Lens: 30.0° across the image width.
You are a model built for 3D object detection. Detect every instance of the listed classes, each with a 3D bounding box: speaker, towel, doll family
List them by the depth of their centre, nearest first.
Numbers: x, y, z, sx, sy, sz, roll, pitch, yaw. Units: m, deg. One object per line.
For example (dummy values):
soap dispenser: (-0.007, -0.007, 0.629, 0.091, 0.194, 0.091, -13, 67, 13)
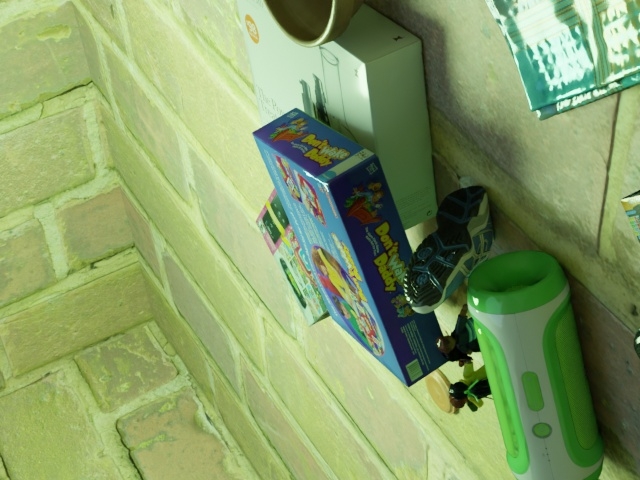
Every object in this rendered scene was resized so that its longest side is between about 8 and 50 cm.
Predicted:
towel: (0.243, -0.268, 1.101, 0.271, 0.040, 0.370, 65, 161, -3)
speaker: (0.265, 0.166, 1.458, 0.131, 0.131, 0.296, 31, 142, 59)
doll family: (0.208, 0.161, 1.628, 0.076, 0.111, 0.193, 29, 140, 60)

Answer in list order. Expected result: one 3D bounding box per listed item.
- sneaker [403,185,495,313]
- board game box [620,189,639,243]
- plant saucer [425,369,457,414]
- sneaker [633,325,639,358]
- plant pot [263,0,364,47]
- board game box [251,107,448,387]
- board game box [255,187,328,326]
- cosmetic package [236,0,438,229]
sneaker: (0.170, 0.022, 1.467, 0.080, 0.211, 0.081, -5, 125, 38)
board game box: (0.365, 0.006, 1.102, 0.141, 0.048, 0.170, 66, 162, -1)
plant saucer: (0.193, 0.244, 1.930, 0.083, 0.013, 0.083, 54, 159, 31)
sneaker: (0.366, 0.188, 1.153, 0.227, 0.130, 0.087, 53, 159, 7)
plant pot: (0.004, -0.368, 1.489, 0.237, 0.110, 0.237, 45, 146, 44)
board game box: (0.044, 0.008, 1.652, 0.233, 0.078, 0.347, 38, 156, 55)
board game box: (0.000, 0.000, 2.016, 0.224, 0.098, 0.303, 62, 160, 8)
cosmetic package: (0.016, -0.216, 1.696, 0.377, 0.097, 0.284, 43, 150, 46)
